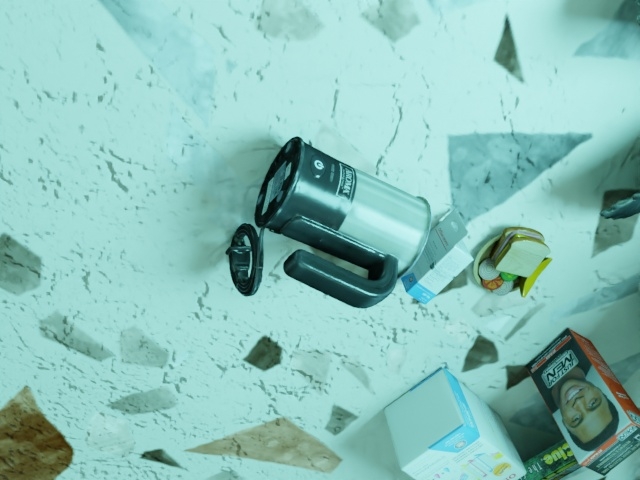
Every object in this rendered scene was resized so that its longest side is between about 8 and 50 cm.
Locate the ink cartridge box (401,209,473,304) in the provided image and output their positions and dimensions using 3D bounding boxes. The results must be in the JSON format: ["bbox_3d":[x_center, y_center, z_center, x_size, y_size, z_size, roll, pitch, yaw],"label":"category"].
[{"bbox_3d":[0.115,0.016,0.634,0.028,0.048,0.083,33,113,-25],"label":"ink cartridge box"}]

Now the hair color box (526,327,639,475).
[{"bbox_3d":[0.283,0.168,0.701,0.043,0.141,0.072,29,114,-24],"label":"hair color box"}]

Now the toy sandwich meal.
[{"bbox_3d":[0.196,0.025,0.663,0.085,0.029,0.086,-4,123,-6],"label":"toy sandwich meal"}]

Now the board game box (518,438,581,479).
[{"bbox_3d":[0.274,0.286,0.809,0.259,0.030,0.136,-37,146,15],"label":"board game box"}]

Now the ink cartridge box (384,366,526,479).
[{"bbox_3d":[0.160,0.235,0.755,0.092,0.090,0.143,-41,118,17],"label":"ink cartridge box"}]

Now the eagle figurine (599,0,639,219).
[{"bbox_3d":[0.401,-0.122,0.537,0.298,0.225,0.227,6,81,22],"label":"eagle figurine"}]

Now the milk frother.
[{"bbox_3d":[0.000,0.000,0.591,0.134,0.129,0.143,24,159,-21],"label":"milk frother"}]
